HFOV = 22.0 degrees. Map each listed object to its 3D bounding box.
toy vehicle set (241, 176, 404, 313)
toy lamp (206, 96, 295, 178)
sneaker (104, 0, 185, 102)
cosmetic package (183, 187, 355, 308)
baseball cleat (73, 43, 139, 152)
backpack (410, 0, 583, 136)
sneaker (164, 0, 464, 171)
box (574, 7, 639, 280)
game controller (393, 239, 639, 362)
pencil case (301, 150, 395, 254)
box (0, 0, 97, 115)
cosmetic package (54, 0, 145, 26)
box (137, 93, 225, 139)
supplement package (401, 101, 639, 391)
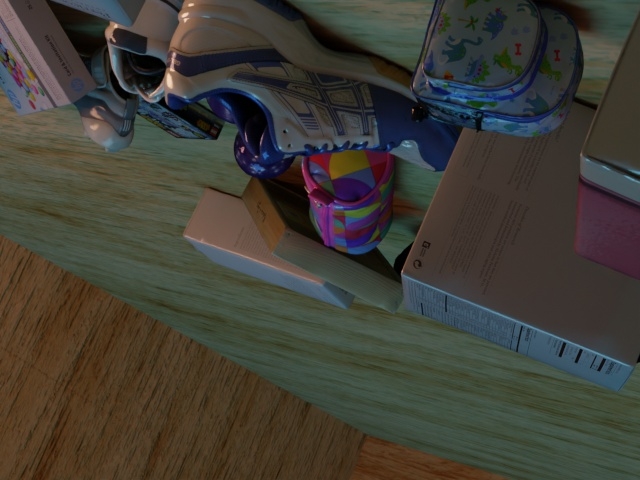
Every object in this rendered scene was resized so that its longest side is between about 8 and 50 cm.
[{"bbox_3d":[0.000,0.000,1.984,0.166,0.035,0.267,27,-171,-16],"label":"toy vehicle set"},{"bbox_3d":[-0.068,-0.132,1.656,0.080,0.080,0.275,22,171,8],"label":"toy lamp"},{"bbox_3d":[-0.160,-0.177,1.579,0.094,0.091,0.258,21,168,14],"label":"sneaker"},{"bbox_3d":[-0.060,0.011,2.273,0.231,0.085,0.117,20,168,24],"label":"cosmetic package"},{"bbox_3d":[-0.248,-0.185,1.802,0.072,0.109,0.206,-2,-143,-41],"label":"baseball cleat"},{"bbox_3d":[0.130,-0.130,1.188,0.114,0.105,0.084,15,168,13],"label":"backpack"},{"bbox_3d":[-0.009,-0.114,1.476,0.296,0.131,0.112,26,167,-19],"label":"sneaker"},{"bbox_3d":[0.257,-0.063,1.125,0.126,0.149,0.232,22,168,13],"label":"box"},{"bbox_3d":[0.247,0.079,2.011,0.319,0.067,0.166,26,168,-16],"label":"game controller"},{"bbox_3d":[0.029,-0.053,1.761,0.104,0.104,0.236,22,169,9],"label":"pencil case"},{"bbox_3d":[-0.314,-0.206,1.730,0.145,0.038,0.186,60,158,-15],"label":"box"},{"bbox_3d":[-0.230,-0.279,1.143,0.224,0.138,0.225,21,170,16],"label":"cosmetic package"},{"bbox_3d":[-0.189,-0.158,1.890,0.137,0.027,0.094,31,168,-33],"label":"box"},{"bbox_3d":[0.199,-0.004,1.398,0.203,0.194,0.149,22,169,10],"label":"supplement package"}]
